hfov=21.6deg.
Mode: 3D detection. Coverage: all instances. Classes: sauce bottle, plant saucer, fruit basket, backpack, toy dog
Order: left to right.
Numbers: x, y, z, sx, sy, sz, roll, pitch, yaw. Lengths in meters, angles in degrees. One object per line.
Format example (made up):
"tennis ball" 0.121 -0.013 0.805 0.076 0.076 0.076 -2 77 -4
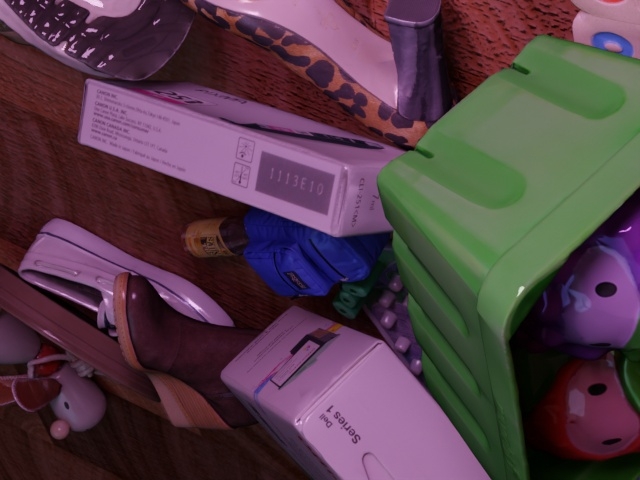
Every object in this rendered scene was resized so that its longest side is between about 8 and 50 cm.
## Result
"toy dog" -0.431 0.163 2.198 0.334 0.161 0.220 37 154 -8
"plant saucer" -0.297 0.104 1.995 0.278 0.041 0.278 32 175 3
"sauce bottle" -0.089 -0.005 1.669 0.042 0.042 0.128 46 151 -25
"backpack" 0.000 0.000 1.516 0.120 0.101 0.098 -4 143 46
"fruit basket" 0.250 0.070 1.148 0.392 0.283 0.392 44 162 18

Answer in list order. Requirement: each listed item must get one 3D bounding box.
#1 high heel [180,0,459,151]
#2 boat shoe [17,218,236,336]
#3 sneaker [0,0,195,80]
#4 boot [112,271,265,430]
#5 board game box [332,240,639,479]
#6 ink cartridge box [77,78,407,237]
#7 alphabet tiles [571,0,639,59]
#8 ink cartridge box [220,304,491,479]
"high heel" -0.020 -0.149 1.293 0.261 0.093 0.186 20 153 19
"boat shoe" -0.221 0.070 1.891 0.258 0.084 0.095 25 153 16
"sneaker" -0.291 -0.248 1.377 0.410 0.158 0.182 36 166 1
"boot" -0.095 0.107 1.796 0.207 0.090 0.248 -11 134 12
"board game box" 0.221 0.152 1.590 0.390 0.050 0.390 6 144 42
"ink cartridge box" -0.016 -0.071 1.348 0.275 0.060 0.239 20 -164 35
"alphabet tiles" 0.297 -0.109 1.087 0.278 0.021 0.284 15 149 26
"ink cartridge box" 0.036 0.185 1.636 0.201 0.117 0.278 50 170 -15
